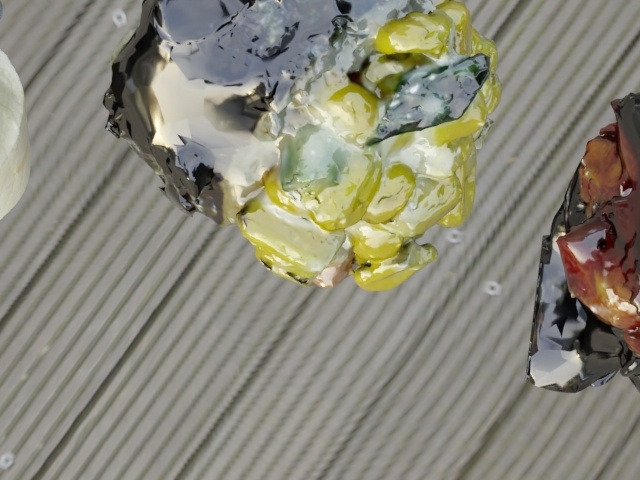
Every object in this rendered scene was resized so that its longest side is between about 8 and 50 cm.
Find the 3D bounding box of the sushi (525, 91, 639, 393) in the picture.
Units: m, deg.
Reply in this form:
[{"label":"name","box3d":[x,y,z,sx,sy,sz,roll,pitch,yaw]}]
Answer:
[{"label":"sushi","box3d":[0.174,-0.002,0.592,0.172,0.150,0.153,8,73,5]}]

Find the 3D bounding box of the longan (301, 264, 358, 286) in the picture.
[{"label":"longan","box3d":[0.000,0.000,1.636,0.092,0.113,0.113,41,88,13]}]

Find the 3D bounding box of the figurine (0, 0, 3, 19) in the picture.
[{"label":"figurine","box3d":[-0.352,-0.343,1.863,0.382,0.224,0.205,-31,124,11]}]

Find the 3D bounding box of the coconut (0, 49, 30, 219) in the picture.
[{"label":"coconut","box3d":[-0.386,-0.098,1.560,0.202,0.222,0.202,4,65,-9]}]

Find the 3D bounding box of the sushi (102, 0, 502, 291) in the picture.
[{"label":"sushi","box3d":[0.011,-0.126,1.391,0.328,0.328,0.285,-44,72,-7]}]
